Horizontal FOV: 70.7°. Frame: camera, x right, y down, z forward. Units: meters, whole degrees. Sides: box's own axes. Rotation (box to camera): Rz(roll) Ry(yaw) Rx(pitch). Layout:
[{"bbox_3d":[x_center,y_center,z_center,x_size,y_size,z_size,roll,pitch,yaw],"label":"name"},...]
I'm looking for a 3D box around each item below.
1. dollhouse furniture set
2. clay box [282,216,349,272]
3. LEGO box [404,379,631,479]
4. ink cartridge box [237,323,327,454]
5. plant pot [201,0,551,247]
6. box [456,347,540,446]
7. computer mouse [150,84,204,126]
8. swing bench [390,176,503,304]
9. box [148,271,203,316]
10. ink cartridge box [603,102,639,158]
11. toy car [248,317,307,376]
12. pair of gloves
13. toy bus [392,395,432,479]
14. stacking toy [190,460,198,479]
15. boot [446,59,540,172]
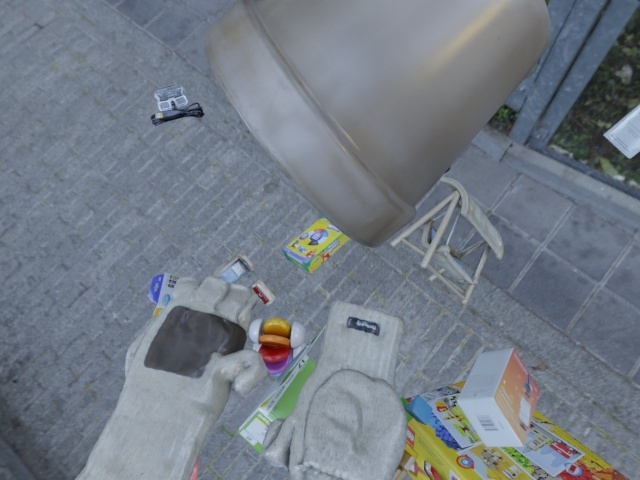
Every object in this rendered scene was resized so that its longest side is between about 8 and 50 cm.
[{"bbox_3d":[-0.244,0.155,1.408,0.129,0.129,0.184,-42,95,-26],"label":"dollhouse furniture set"},{"bbox_3d":[0.000,0.000,1.463,0.222,0.053,0.127,-41,43,-23],"label":"clay box"},{"bbox_3d":[0.483,0.615,1.225,0.372,0.500,0.193,-8,110,-23],"label":"LEGO box"},{"bbox_3d":[-0.049,0.321,0.961,0.097,0.255,0.189,40,38,4],"label":"ink cartridge box"},{"bbox_3d":[0.082,-0.198,0.518,0.280,0.323,0.323,-35,68,17],"label":"plant pot"},{"bbox_3d":[0.399,0.346,1.004,0.130,0.091,0.170,56,45,-6],"label":"box"},{"bbox_3d":[-0.317,-0.294,0.984,0.106,0.042,0.193,-20,37,-9],"label":"computer mouse"},{"bbox_3d":[0.385,0.001,1.290,0.255,0.253,0.165,-51,37,2],"label":"swing bench"},{"bbox_3d":[-0.225,0.104,0.771,0.136,0.028,0.081,19,34,-21],"label":"box"},{"bbox_3d":[0.676,-0.257,0.905,0.072,0.175,0.127,50,37,13],"label":"ink cartridge box"},{"bbox_3d":[-0.125,0.312,1.282,0.159,0.182,0.136,3,39,7],"label":"toy car"},{"bbox_3d":[-0.047,0.130,0.379,0.240,0.042,0.204,11,47,-4],"label":"pair of gloves"},{"bbox_3d":[0.047,0.292,0.639,0.104,0.191,0.202,44,115,0],"label":"toy bus"},{"bbox_3d":[-0.392,0.466,1.157,0.130,0.279,0.309,10,79,-25],"label":"stacking toy"},{"bbox_3d":[0.197,-0.173,0.659,0.083,0.246,0.161,18,79,-30],"label":"boot"}]
